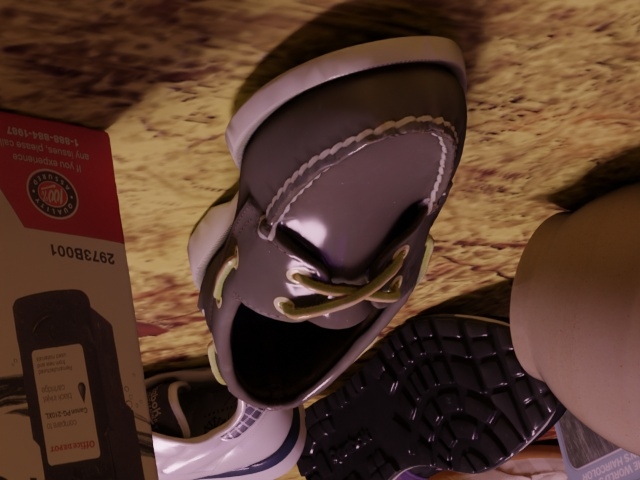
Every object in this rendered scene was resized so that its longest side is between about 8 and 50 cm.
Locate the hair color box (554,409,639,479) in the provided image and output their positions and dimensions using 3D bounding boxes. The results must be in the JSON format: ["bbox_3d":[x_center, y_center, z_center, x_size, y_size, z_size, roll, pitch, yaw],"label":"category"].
[{"bbox_3d":[0.370,0.100,1.335,0.374,0.114,0.185,-4,161,-27],"label":"hair color box"}]

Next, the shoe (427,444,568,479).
[{"bbox_3d":[0.130,0.233,1.706,0.219,0.058,0.076,-11,162,3],"label":"shoe"}]

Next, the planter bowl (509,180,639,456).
[{"bbox_3d":[0.172,0.037,1.013,0.109,0.162,0.162,11,177,37],"label":"planter bowl"}]

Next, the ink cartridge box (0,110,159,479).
[{"bbox_3d":[-0.161,0.069,0.746,0.100,0.237,0.172,-25,157,38],"label":"ink cartridge box"}]

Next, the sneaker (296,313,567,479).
[{"bbox_3d":[0.097,0.103,1.268,0.124,0.107,0.283,-16,172,-34],"label":"sneaker"}]

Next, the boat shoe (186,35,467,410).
[{"bbox_3d":[0.004,0.000,0.866,0.109,0.091,0.305,-5,162,-16],"label":"boat shoe"}]

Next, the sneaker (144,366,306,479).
[{"bbox_3d":[-0.130,0.133,1.237,0.235,0.090,0.095,-21,152,11],"label":"sneaker"}]
